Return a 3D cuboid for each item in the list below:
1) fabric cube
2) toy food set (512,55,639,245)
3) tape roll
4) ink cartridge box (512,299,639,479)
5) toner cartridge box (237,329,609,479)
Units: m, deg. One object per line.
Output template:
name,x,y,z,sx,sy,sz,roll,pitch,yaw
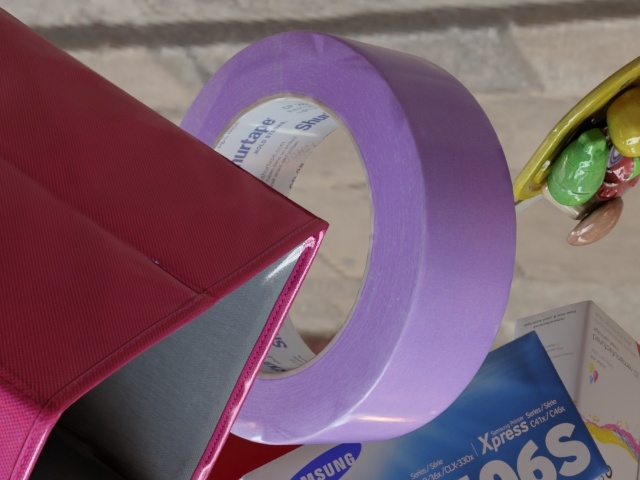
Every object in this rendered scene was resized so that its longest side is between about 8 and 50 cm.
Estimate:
fabric cube,-0.198,0.055,0.757,0.258,0.259,0.254,35,122,13
toy food set,0.212,-0.053,1.031,0.128,0.071,0.218,-30,165,-24
tape roll,0.000,0.000,0.957,0.090,0.274,0.275,7,169,-44
ink cartridge box,0.338,0.265,1.785,0.131,0.306,0.226,-21,132,39
toner cartridge box,0.100,0.236,1.392,0.348,0.165,0.075,-24,170,-21
